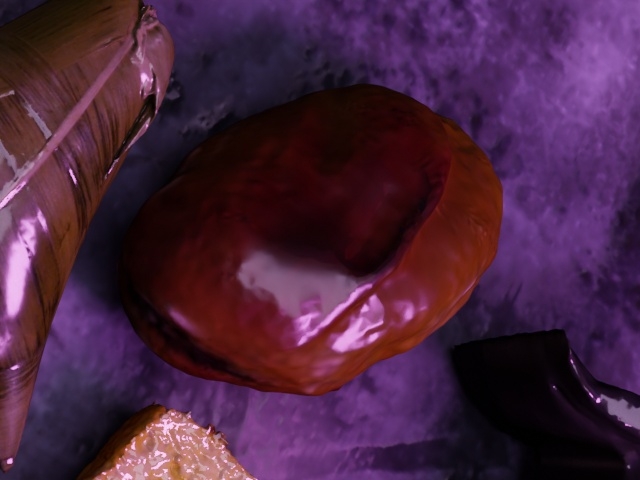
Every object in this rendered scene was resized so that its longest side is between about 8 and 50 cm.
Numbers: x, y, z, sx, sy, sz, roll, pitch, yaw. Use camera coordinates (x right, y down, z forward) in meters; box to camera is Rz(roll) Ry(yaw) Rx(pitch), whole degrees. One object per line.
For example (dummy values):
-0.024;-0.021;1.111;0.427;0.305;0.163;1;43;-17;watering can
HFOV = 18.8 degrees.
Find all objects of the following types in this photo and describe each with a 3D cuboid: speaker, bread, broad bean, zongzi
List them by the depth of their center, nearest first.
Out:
-0.129;-0.016;1.001;0.205;0.094;0.204;-33;105;-27;zongzi
-0.060;0.170;1.038;0.187;0.065;0.103;39;67;-19;bread
-0.002;0.000;1.054;0.228;0.122;0.156;-25;72;-34;broad bean
0.142;0.262;1.084;0.184;0.180;0.388;18;76;-19;speaker
